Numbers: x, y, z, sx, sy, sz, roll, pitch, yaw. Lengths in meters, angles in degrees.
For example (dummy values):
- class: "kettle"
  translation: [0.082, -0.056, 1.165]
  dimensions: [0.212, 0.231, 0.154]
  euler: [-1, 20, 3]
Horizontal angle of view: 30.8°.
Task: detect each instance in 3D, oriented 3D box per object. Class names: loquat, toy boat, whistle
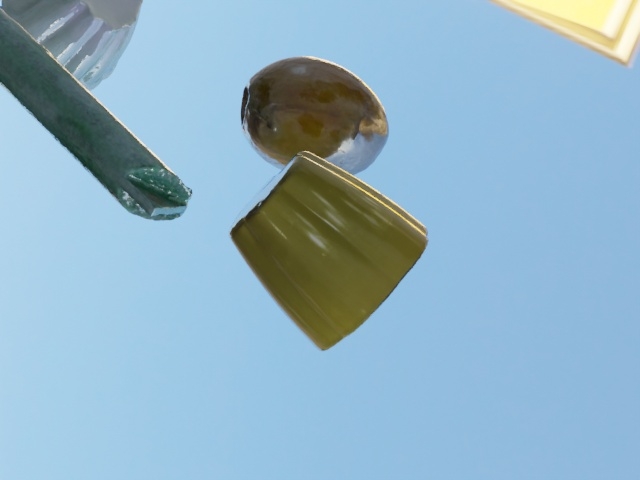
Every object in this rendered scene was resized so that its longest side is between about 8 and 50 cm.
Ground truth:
- class: "loquat"
  translation: [-0.008, -0.183, 1.751]
  dimensions: [0.179, 0.227, 0.179]
  euler: [-168, -90, -83]
- class: "toy boat"
  translation: [-0.319, -0.339, 1.610]
  dimensions: [0.100, 0.199, 0.290]
  euler: [-16, -138, 35]
- class: "whistle"
  translation: [-0.151, -0.078, 0.698]
  dimensions: [0.186, 0.039, 0.039]
  euler: [43, -63, 18]

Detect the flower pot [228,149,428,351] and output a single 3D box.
- class: "flower pot"
  translation: [0.000, 0.000, 1.349]
  dimensions: [0.179, 0.195, 0.195]
  euler: [43, -54, -9]
